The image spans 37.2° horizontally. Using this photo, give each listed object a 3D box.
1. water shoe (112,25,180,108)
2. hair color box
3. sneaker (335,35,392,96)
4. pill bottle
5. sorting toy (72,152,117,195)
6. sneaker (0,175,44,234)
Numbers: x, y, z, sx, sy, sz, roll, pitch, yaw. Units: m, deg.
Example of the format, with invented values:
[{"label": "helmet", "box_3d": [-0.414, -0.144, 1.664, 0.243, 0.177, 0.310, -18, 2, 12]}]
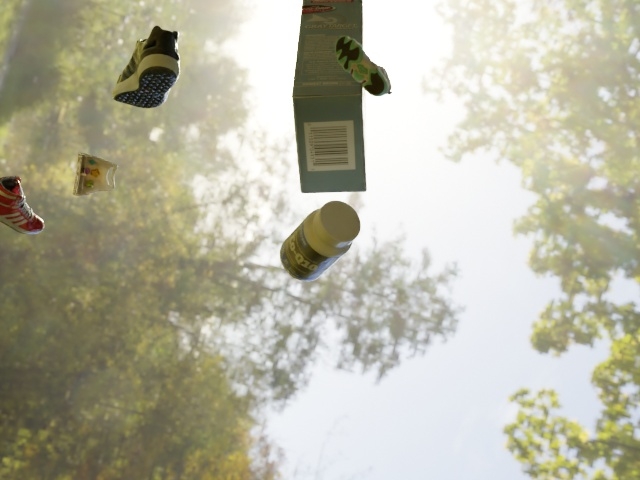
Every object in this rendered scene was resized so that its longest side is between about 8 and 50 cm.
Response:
[{"label": "water shoe", "box_3d": [-0.248, -0.251, 1.392, 0.203, 0.073, 0.080, -14, -114, 60]}, {"label": "hair color box", "box_3d": [0.022, -0.262, 1.615, 0.374, 0.114, 0.185, -88, 175, -51]}, {"label": "sneaker", "box_3d": [0.061, -0.230, 1.273, 0.038, 0.098, 0.069, -37, 172, 19]}, {"label": "pill bottle", "box_3d": [0.000, 0.000, 1.378, 0.137, 0.078, 0.078, 134, -30, -54]}, {"label": "sorting toy", "box_3d": [-0.425, -0.125, 1.799, 0.045, 0.075, 0.083, -114, -145, -68]}, {"label": "sneaker", "box_3d": [-0.439, -0.052, 1.393, 0.067, 0.118, 0.042, -36, -129, 20]}]
